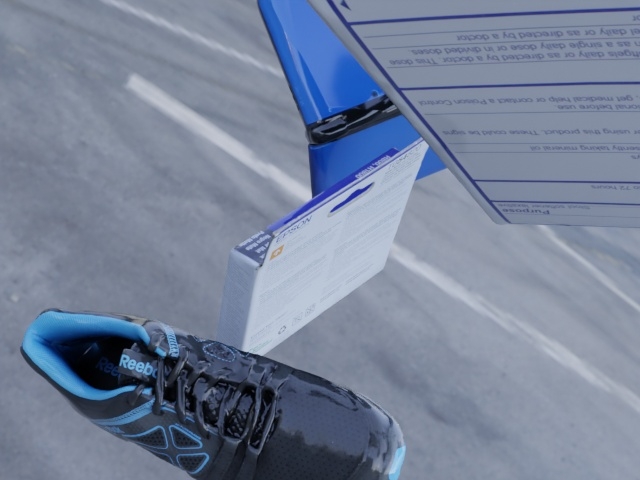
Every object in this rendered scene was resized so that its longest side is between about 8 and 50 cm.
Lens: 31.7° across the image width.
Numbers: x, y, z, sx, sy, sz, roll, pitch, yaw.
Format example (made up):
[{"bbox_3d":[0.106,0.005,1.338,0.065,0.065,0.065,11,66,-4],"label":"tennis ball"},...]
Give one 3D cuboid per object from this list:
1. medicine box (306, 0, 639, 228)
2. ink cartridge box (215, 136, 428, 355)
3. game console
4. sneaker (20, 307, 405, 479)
[{"bbox_3d":[0.177,-0.118,0.548,0.263,0.149,0.289,3,-19,29],"label":"medicine box"},{"bbox_3d":[0.000,0.000,1.089,0.045,0.224,0.223,43,54,20],"label":"ink cartridge box"},{"bbox_3d":[0.095,-0.191,1.208,0.173,0.293,0.250,177,-109,-79],"label":"game console"},{"bbox_3d":[-0.098,0.141,0.925,0.341,0.125,0.139,11,-18,26],"label":"sneaker"}]
